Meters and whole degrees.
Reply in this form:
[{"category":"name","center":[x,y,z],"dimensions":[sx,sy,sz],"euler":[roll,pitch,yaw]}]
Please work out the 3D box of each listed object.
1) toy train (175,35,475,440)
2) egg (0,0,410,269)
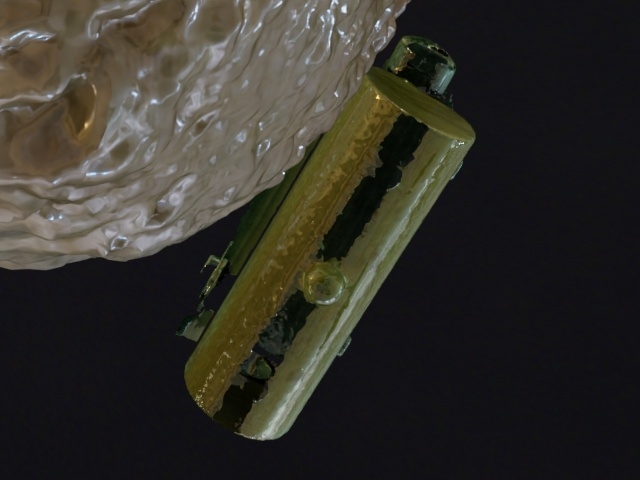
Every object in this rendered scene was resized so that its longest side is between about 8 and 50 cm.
[{"category":"toy train","center":[-0.007,-0.004,0.960],"dimensions":[0.126,0.189,0.307],"euler":[34,-71,5]},{"category":"egg","center":[-0.096,-0.121,0.445],"dimensions":[0.310,0.279,0.279],"euler":[-32,-70,-49]}]
